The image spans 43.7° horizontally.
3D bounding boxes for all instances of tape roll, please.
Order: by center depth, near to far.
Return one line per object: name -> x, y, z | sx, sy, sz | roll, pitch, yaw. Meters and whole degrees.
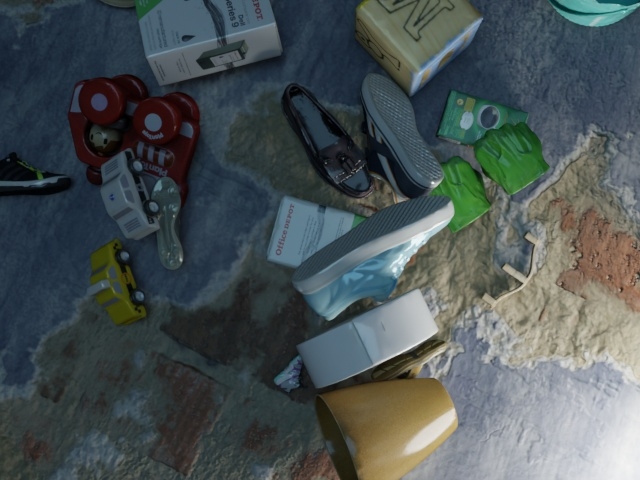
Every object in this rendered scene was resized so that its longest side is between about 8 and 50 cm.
tape roll -> 0.095, 0.199, 1.637 | 0.286, 0.286, 0.100 | -24, 85, 0

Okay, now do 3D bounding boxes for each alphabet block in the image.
alphabet block -> 0.206, -0.463, 1.736 | 0.193, 0.192, 0.197 | -42, 86, -3

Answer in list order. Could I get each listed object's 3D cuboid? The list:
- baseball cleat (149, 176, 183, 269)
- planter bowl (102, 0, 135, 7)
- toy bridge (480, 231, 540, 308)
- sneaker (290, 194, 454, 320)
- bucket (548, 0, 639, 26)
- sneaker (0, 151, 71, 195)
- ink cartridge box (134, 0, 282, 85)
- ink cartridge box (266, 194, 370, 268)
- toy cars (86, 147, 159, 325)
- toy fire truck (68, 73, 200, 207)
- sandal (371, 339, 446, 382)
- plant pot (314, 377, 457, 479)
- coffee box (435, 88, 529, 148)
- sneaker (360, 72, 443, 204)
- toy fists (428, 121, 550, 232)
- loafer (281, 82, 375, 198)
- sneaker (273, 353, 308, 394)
baseball cleat -> -0.343, -0.039, 1.753 | 0.072, 0.109, 0.206 | -3, 99, -18
planter bowl -> -0.455, -0.626, 1.803 | 0.162, 0.162, 0.109 | 10, 58, 3
toy bridge -> 0.429, 0.074, 1.763 | 0.063, 0.026, 0.188 | 35, 88, 3
sneaker -> 0.127, 0.039, 1.652 | 0.365, 0.135, 0.150 | -29, 114, 7
bucket -> 0.618, -0.611, 1.733 | 0.281, 0.183, 0.281 | 0, 85, 2
sneaker -> -0.682, -0.154, 1.798 | 0.234, 0.084, 0.097 | -2, 84, 2
ink cartridge box -> -0.248, -0.489, 1.761 | 0.289, 0.121, 0.211 | -15, 68, -1
ink cartridge box -> 0.000, 0.000, 1.756 | 0.208, 0.087, 0.153 | 16, 87, 2
toy cars -> -0.439, 0.002, 1.710 | 0.176, 0.087, 0.394 | 24, 112, 30
toy fire truck -> -0.419, -0.221, 1.765 | 0.302, 0.169, 0.254 | 20, 106, 3
sandal -> 0.198, 0.274, 1.743 | 0.180, 0.072, 0.049 | -25, 106, -4
plant pot -> 0.147, 0.386, 1.666 | 0.254, 0.237, 0.237 | -20, 85, -14
coffee box -> 0.361, -0.258, 1.785 | 0.184, 0.040, 0.113 | 17, 88, 4
sneaker -> 0.148, -0.217, 1.744 | 0.126, 0.127, 0.321 | 1, 55, -33
toy fists -> 0.349, -0.147, 1.731 | 0.279, 0.096, 0.142 | -34, 97, 18
loafer -> 0.011, -0.220, 1.769 | 0.109, 0.095, 0.303 | -37, 85, -2
sneaker -> -0.048, 0.298, 1.761 | 0.069, 0.038, 0.098 | 44, 98, 3
